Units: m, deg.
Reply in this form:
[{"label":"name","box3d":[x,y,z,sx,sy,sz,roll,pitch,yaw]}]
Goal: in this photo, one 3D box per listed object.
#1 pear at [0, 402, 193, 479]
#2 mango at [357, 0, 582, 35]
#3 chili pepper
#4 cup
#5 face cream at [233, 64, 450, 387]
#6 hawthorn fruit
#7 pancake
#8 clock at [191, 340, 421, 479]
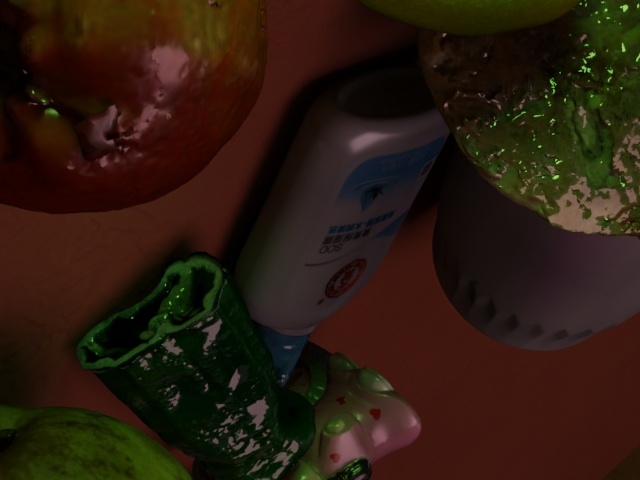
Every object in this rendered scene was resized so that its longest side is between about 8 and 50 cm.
[{"label":"pear","box3d":[-0.226,0.257,1.329,0.304,0.304,0.304,-37,157,-19]},{"label":"mango","box3d":[0.095,-0.225,1.223,0.293,0.175,0.143,-7,171,-43]},{"label":"chili pepper","box3d":[-0.083,0.130,1.535,0.136,0.099,0.270,-48,141,-11]},{"label":"cup","box3d":[0.243,-0.053,1.626,0.253,0.253,0.371,-35,166,-24]},{"label":"face cream","box3d":[0.000,0.000,1.547,0.163,0.080,0.336,-19,146,-43]},{"label":"hawthorn fruit","box3d":[-0.120,-0.116,0.992,0.211,0.211,0.299,-49,170,11]},{"label":"pancake","box3d":[0.236,-0.165,1.397,0.356,0.356,0.065,-38,-169,-16]},{"label":"clock","box3d":[-0.027,0.201,1.711,0.195,0.194,0.100,-47,129,-19]}]
